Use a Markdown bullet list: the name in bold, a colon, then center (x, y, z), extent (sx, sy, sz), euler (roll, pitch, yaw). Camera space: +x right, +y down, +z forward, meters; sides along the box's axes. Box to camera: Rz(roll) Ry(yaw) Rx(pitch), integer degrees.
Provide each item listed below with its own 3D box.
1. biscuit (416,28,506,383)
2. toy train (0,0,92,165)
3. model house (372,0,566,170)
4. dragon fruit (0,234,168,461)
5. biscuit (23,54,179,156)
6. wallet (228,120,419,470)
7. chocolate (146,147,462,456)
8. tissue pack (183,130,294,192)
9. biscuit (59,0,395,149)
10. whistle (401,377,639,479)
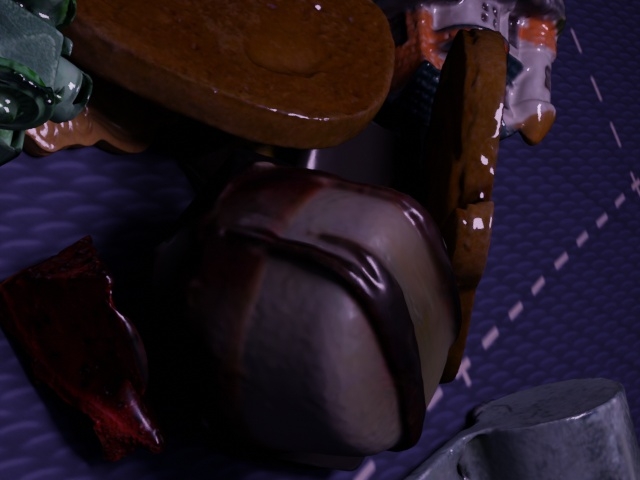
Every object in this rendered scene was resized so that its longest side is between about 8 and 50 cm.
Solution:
- **biscuit**: center (0.137, -0.034, 1.324), extent (0.350, 0.070, 0.394), euler (-71, 169, -80)
- **toy train**: center (-0.300, -0.149, 0.904), extent (0.243, 0.188, 0.132), euler (33, 48, -41)
- **model house**: center (0.191, -0.202, 1.542), extent (0.271, 0.190, 0.301), euler (27, 57, -45)
- **dragon fruit**: center (-0.172, 0.091, 1.032), extent (0.192, 0.122, 0.092), euler (63, 29, -10)
- **biscuit**: center (-0.212, -0.150, 1.148), extent (0.236, 0.040, 0.144), euler (-11, 90, -50)
- **wallet**: center (0.013, 0.047, 1.243), extent (0.197, 0.051, 0.378), euler (21, 77, -48)
- **chocolate**: center (0.012, 0.059, 1.057), extent (0.283, 0.186, 0.284), euler (-1, 91, -53)
- **tissue pack**: center (-0.051, -0.081, 1.276), extent (0.120, 0.082, 0.169), euler (61, 39, -19)
- **biscuit**: center (-0.101, -0.227, 1.179), extent (0.367, 0.063, 0.314), euler (21, 43, -11)
- **whistle**: center (0.226, 0.290, 1.439), extent (0.404, 0.188, 0.168), euler (-16, 95, -20)
